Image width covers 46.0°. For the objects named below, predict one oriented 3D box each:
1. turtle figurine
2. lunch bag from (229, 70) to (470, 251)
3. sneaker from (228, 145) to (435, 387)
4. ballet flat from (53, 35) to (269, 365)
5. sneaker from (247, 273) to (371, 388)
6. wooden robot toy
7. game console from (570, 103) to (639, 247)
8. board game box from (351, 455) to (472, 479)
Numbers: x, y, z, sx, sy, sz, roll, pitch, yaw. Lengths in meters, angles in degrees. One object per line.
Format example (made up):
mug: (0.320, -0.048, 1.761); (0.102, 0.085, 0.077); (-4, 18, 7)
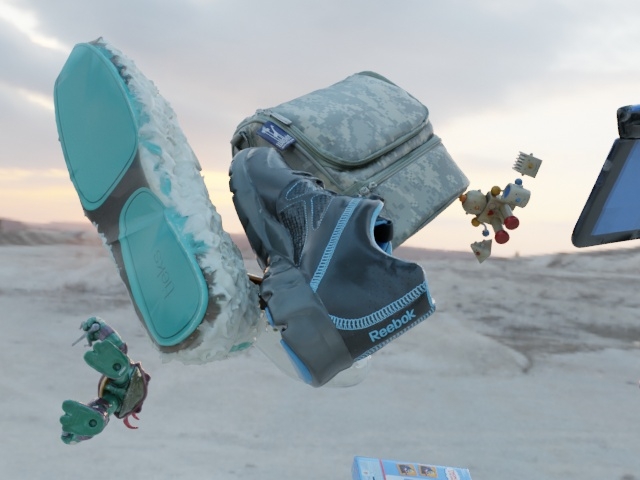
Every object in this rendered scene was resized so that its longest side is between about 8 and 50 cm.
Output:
turtle figurine: (-0.289, 0.192, 1.017); (0.118, 0.175, 0.234); (5, -8, -10)
lunch bag: (0.036, -0.100, 1.091); (0.212, 0.256, 0.305); (-34, 0, 44)
sneaker: (0.000, 0.000, 0.752); (0.139, 0.125, 0.341); (-25, 39, -2)
ballet flat: (-0.172, -0.039, 0.805); (0.147, 0.409, 0.147); (-21, -28, -12)
sneaker: (-0.043, 0.135, 1.130); (0.290, 0.106, 0.123); (27, -25, -8)
wooden robot toy: (0.233, -0.049, 1.044); (0.079, 0.173, 0.076); (20, 30, -11)
game console: (0.490, -0.085, 0.925); (0.293, 0.173, 0.250); (-7, 4, -36)
board game box: (0.166, 0.438, 1.276); (0.211, 0.039, 0.160); (8, 21, -8)
